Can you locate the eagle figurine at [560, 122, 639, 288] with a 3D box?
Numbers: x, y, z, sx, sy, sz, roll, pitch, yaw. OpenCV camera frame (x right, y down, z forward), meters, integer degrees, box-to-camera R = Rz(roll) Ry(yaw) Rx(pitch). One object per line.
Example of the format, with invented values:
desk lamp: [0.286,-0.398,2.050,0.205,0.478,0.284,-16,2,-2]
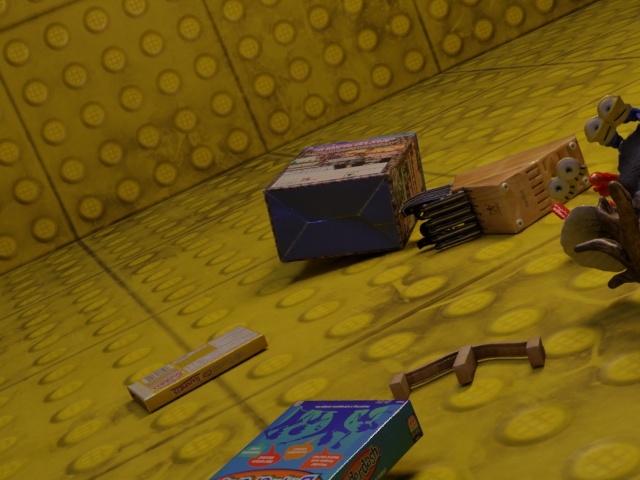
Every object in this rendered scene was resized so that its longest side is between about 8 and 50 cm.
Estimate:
eagle figurine: [0.440,-0.054,1.227,0.298,0.225,0.226,-45,-19,-24]

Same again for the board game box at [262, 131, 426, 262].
board game box: [0.055,-0.085,2.001,0.232,0.141,0.291,-7,18,17]

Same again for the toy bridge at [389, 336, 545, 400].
toy bridge: [0.169,0.144,1.262,0.188,0.026,0.063,-18,12,21]

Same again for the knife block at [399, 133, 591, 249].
knife block: [0.278,-0.077,1.810,0.276,0.088,0.242,-30,16,-27]

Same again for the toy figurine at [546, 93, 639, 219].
toy figurine: [0.491,-0.117,1.405,0.191,0.362,0.217,13,26,-44]

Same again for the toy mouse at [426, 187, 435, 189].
toy mouse: [0.141,-0.097,2.228,0.161,0.031,0.143,-24,13,-4]

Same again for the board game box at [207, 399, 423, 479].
board game box: [-0.020,0.230,1.072,0.160,0.047,0.210,-8,20,41]

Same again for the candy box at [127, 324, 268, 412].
candy box: [-0.187,0.192,1.650,0.206,0.027,0.105,-28,17,-19]
